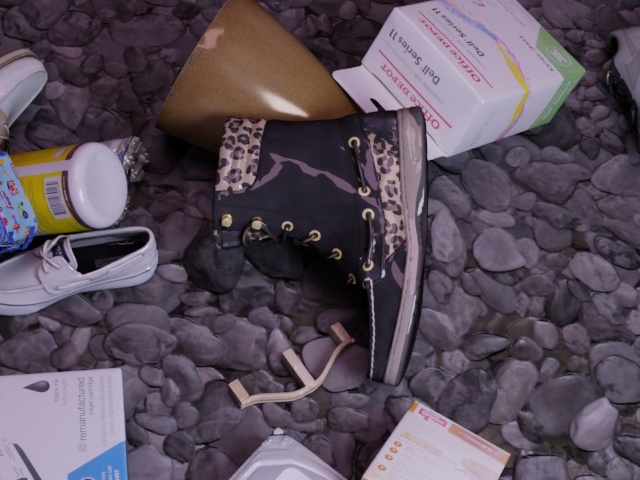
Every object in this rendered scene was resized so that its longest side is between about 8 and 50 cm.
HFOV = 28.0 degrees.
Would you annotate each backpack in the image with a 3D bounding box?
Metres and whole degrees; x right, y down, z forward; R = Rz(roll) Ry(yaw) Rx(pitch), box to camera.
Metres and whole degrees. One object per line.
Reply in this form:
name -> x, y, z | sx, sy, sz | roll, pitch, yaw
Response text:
backpack -> -0.463, -0.036, 1.623 | 0.117, 0.173, 0.158 | -23, 88, 21

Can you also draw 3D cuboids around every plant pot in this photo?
plant pot -> -0.071, -0.201, 1.869 | 0.254, 0.237, 0.237 | 31, 57, -3

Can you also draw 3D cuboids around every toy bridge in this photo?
toy bridge -> -0.030, 0.176, 1.719 | 0.188, 0.026, 0.063 | -27, 66, -23

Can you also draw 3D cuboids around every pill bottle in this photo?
pill bottle -> -0.379, -0.065, 1.747 | 0.215, 0.117, 0.117 | -5, 50, 27

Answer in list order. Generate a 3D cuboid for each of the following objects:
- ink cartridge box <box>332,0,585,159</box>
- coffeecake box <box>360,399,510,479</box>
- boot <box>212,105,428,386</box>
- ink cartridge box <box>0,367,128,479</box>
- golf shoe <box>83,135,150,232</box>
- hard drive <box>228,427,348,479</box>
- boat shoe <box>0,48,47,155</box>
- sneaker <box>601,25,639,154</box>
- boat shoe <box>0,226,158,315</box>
ink cartridge box -> 0.209, -0.251, 1.903 | 0.353, 0.119, 0.207 | -21, 64, -45
coffeecake box -> 0.136, 0.300, 1.586 | 0.142, 0.068, 0.185 | 29, 32, 11
boot -> 0.000, 0.000, 1.724 | 0.284, 0.138, 0.377 | 3, 86, 5
ink cartridge box -> -0.385, 0.285, 1.535 | 0.307, 0.129, 0.223 | -3, 54, -9
golf shoe -> -0.316, -0.076, 1.846 | 0.086, 0.069, 0.176 | 6, 50, 23
hard drive -> -0.069, 0.414, 1.530 | 0.237, 0.064, 0.339 | 36, 60, 17
boat shoe -> -0.492, -0.147, 1.840 | 0.103, 0.113, 0.302 | 36, 70, 16
sneaker -> 0.503, -0.236, 2.033 | 0.108, 0.100, 0.271 | -1, 51, 10
boat shoe -> -0.350, 0.028, 1.745 | 0.258, 0.084, 0.095 | -16, 60, -17
